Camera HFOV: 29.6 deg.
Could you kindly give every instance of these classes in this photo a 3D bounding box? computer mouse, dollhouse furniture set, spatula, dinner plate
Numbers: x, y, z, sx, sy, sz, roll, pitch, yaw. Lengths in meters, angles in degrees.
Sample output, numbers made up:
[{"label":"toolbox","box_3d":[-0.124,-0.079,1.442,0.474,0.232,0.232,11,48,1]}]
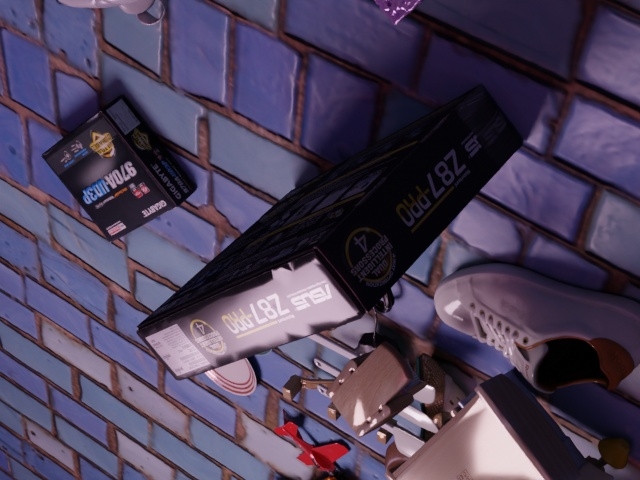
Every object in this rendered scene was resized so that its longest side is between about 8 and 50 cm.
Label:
[{"label":"computer mouse","box_3d":[0.082,0.119,1.662,0.071,0.041,0.242,20,132,32]},{"label":"dollhouse furniture set","box_3d":[0.230,0.195,1.441,0.286,0.303,0.198,53,131,17]},{"label":"spatula","box_3d":[0.070,0.216,1.684,0.242,0.019,0.168,24,142,36]},{"label":"dinner plate","box_3d":[-0.158,0.196,1.984,0.141,0.017,0.141,26,141,23]}]

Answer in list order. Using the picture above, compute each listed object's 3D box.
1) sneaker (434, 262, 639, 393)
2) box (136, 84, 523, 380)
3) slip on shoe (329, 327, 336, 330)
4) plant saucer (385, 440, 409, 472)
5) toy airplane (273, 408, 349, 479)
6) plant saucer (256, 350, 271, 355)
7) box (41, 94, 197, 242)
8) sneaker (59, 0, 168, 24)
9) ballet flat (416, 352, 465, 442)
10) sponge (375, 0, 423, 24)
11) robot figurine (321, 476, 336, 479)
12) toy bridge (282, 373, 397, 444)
[{"label":"sneaker","box_3d":[0.236,0.106,1.417,0.290,0.123,0.105,8,133,42]},{"label":"box","box_3d":[0.000,0.000,1.372,0.097,0.318,0.395,51,143,-10]},{"label":"slip on shoe","box_3d":[-0.016,0.104,1.730,0.135,0.041,0.051,9,132,39]},{"label":"plant saucer","box_3d":[0.163,0.374,1.839,0.168,0.029,0.168,25,141,23]},{"label":"toy airplane","box_3d":[-0.017,0.338,1.980,0.151,0.028,0.151,27,143,23]},{"label":"plant saucer","box_3d":[-0.115,0.126,1.867,0.119,0.021,0.119,27,142,24]},{"label":"box","box_3d":[-0.303,-0.102,1.796,0.175,0.051,0.220,53,143,-12]},{"label":"sneaker","box_3d":[-0.303,-0.404,1.414,0.366,0.137,0.210,35,141,7]},{"label":"ballet flat","box_3d":[0.169,0.231,1.672,0.067,0.073,0.206,1,135,9]},{"label":"sponge","box_3d":[0.099,-0.312,1.205,0.117,0.031,0.210,48,145,-6]},{"label":"robot figurine","box_3d":[-0.007,0.493,2.072,0.211,0.085,0.291,42,145,-6]},{"label":"toy bridge","box_3d":[0.033,0.238,1.798,0.188,0.063,0.026,22,139,26]}]
